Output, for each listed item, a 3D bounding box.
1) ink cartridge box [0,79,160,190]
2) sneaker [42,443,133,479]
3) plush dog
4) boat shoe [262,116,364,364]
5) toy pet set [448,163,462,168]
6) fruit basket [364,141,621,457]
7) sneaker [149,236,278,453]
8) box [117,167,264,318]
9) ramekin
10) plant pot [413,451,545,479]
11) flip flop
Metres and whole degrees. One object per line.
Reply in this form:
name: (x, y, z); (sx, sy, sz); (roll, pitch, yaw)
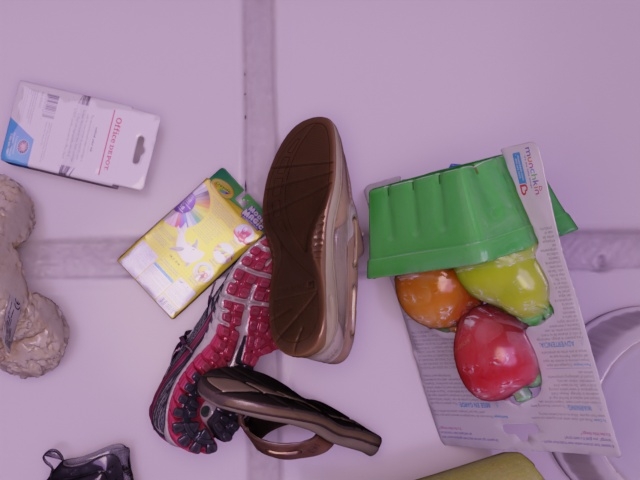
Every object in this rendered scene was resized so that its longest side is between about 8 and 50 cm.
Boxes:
ink cartridge box: (-0.296, -0.126, 1.520); (0.180, 0.060, 0.104); (14, 86, -3)
sneaker: (-0.226, 0.334, 1.480); (0.269, 0.101, 0.153); (11, 89, -1)
plush dog: (-0.459, 0.066, 1.451); (0.225, 0.210, 0.262); (-18, 89, 19)
boat shoe: (0.000, 0.000, 1.477); (0.109, 0.098, 0.302); (-13, 69, 34)
toy pet set: (0.162, -0.042, 1.561); (0.122, 0.065, 0.114); (27, 119, 3)
fruit basket: (0.199, 0.076, 1.423); (0.165, 0.327, 0.353); (-25, 96, -31)
sneaker: (-0.118, 0.115, 1.502); (0.121, 0.112, 0.299); (42, 71, -27)
box: (-0.156, 0.002, 1.534); (0.179, 0.043, 0.105); (-42, 90, -3)
ramekin: (0.425, 0.215, 1.521); (0.273, 0.127, 0.272); (0, 87, -4)
plant pot: (0.158, 0.379, 1.432); (0.254, 0.276, 0.276); (-24, 89, -11)
flip flop: (-0.036, 0.223, 1.448); (0.277, 0.112, 0.080); (29, 92, -44)
